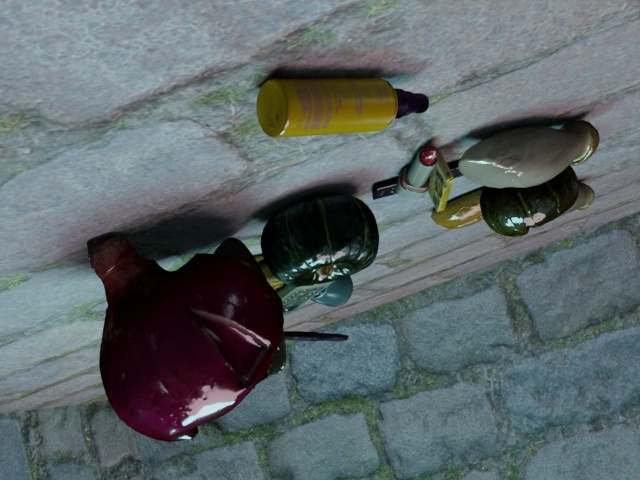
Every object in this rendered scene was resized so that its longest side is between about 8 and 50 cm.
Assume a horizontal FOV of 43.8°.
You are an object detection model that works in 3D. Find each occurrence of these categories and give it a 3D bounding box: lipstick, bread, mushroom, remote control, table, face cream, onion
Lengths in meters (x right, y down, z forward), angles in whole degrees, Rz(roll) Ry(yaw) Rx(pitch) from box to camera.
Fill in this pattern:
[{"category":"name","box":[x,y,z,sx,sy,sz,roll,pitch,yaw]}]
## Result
[{"category":"lipstick","box":[0.204,-0.145,1.597,0.063,0.057,0.186,12,158,-4]},{"category":"bread","box":[0.384,-0.078,2.090,0.189,0.077,0.114,-26,170,21]},{"category":"mushroom","box":[0.433,-0.177,1.632,0.350,0.128,0.128,-15,168,-32]},{"category":"remote control","box":[0.229,-0.136,1.729,0.245,0.025,0.063,-15,166,-10]},{"category":"mushroom","box":[0.703,-0.119,2.316,0.247,0.096,0.108,-13,141,-34]},{"category":"table","box":[-0.106,0.134,1.838,0.249,0.317,0.317,-10,165,-46]},{"category":"face cream","box":[0.044,-0.190,1.118,0.273,0.078,0.078,-9,165,-35]},{"category":"remote control","box":[-0.062,0.142,2.082,0.123,0.038,0.285,-8,162,-39]},{"category":"onion","box":[-0.305,0.159,1.542,0.398,0.420,0.398,-43,-159,21]}]

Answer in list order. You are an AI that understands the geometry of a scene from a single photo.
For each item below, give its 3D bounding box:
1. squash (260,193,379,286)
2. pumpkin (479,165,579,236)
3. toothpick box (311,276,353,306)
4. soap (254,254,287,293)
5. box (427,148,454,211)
[{"category":"squash","box":[0.000,0.000,1.664,0.252,0.165,0.252,-16,170,-3]},{"category":"pumpkin","box":[0.488,-0.112,1.881,0.238,0.159,0.238,-33,-178,2]},{"category":"toothpick box","box":[0.014,0.133,2.368,0.120,0.120,0.184,-22,164,18]},{"category":"soap","box":[-0.135,0.093,2.052,0.274,0.089,0.173,-11,163,-29]},{"category":"box","box":[0.244,-0.122,1.645,0.020,0.073,0.149,-18,157,-8]}]
